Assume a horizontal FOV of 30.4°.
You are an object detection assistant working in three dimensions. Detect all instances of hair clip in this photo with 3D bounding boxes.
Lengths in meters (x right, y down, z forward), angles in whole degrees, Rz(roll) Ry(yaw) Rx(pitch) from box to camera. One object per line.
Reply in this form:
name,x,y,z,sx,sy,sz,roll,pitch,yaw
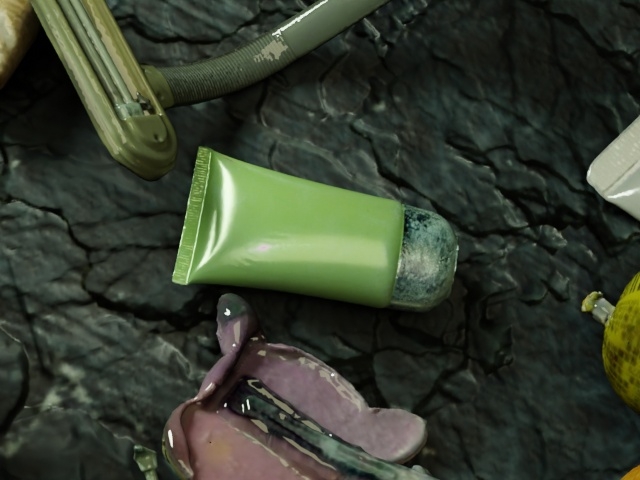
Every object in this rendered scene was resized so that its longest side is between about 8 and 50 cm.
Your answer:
hair clip,-0.004,0.126,0.686,0.187,0.056,0.146,26,45,4

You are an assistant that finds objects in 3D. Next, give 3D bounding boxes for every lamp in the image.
lamp,-0.051,-0.186,0.741,0.283,0.124,0.203,-32,94,-10

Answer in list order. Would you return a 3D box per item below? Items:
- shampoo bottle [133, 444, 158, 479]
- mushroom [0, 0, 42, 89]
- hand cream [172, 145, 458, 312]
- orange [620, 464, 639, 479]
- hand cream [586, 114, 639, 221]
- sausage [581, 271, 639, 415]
shampoo bottle,-0.068,0.205,0.647,0.056,0.056,0.195,-12,62,-19
mushroom,-0.221,-0.189,0.737,0.094,0.072,0.209,-25,85,-20
hand cream,0.000,0.000,0.752,0.175,0.046,0.095,11,70,-5
orange,0.254,0.247,0.602,0.312,0.312,0.312,5,70,-14
hand cream,0.337,0.017,0.818,0.140,0.089,0.314,-42,86,-3
sausage,0.330,0.094,0.728,0.347,0.123,0.123,18,65,19
